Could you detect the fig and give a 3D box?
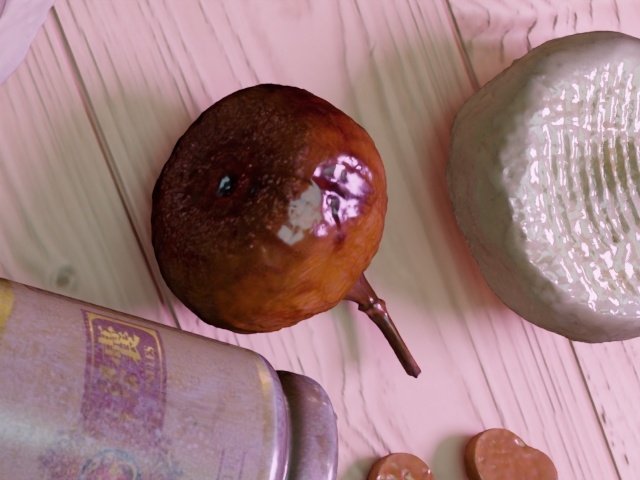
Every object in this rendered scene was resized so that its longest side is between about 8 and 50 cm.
[{"bbox_3d":[0.000,0.000,1.086,0.146,0.134,0.201,-48,133,12],"label":"fig"}]

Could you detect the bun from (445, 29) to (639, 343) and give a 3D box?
[{"bbox_3d":[0.170,-0.031,1.149,0.195,0.118,0.195,2,84,-20],"label":"bun"}]

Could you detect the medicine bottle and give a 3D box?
[{"bbox_3d":[-0.161,0.101,0.980,0.322,0.151,0.151,18,82,-23],"label":"medicine bottle"}]

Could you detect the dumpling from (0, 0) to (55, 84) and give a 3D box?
[{"bbox_3d":[-0.254,-0.102,0.957,0.252,0.131,0.179,-7,129,-56],"label":"dumpling"}]

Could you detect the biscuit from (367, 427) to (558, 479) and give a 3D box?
[{"bbox_3d":[0.113,0.237,1.131,0.144,0.040,0.236,-14,77,-15],"label":"biscuit"}]
